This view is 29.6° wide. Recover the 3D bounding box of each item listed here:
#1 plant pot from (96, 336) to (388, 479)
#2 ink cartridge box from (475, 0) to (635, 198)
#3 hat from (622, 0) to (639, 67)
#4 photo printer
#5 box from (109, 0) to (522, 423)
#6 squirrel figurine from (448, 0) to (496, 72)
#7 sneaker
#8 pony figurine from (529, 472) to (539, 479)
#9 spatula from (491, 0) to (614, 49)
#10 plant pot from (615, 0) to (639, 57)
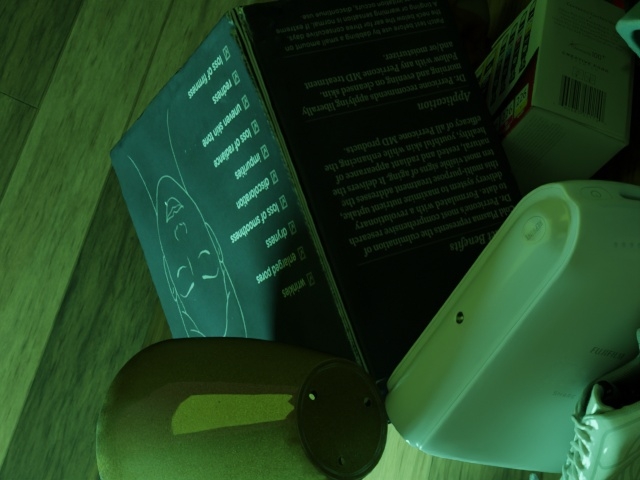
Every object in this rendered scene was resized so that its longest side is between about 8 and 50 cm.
[{"bbox_3d":[-0.060,0.193,1.227,0.254,0.237,0.237,-20,46,46],"label":"plant pot"},{"bbox_3d":[0.264,-0.172,1.539,0.309,0.130,0.272,127,160,-56],"label":"ink cartridge box"},{"bbox_3d":[0.416,-0.360,1.364,0.134,0.331,0.331,-1,57,22],"label":"hat"},{"bbox_3d":[0.240,0.082,1.154,0.307,0.256,0.107,-56,39,25],"label":"photo printer"},{"bbox_3d":[0.000,0.000,1.511,0.480,0.297,0.472,-31,75,60],"label":"box"},{"bbox_3d":[0.089,-0.409,1.748,0.370,0.397,0.281,70,-166,-48],"label":"squirrel figurine"},{"bbox_3d":[0.274,0.192,1.131,0.292,0.118,0.110,-59,21,25],"label":"sneaker"},{"bbox_3d":[0.072,0.405,1.207,0.351,0.303,0.363,-43,49,30],"label":"pony figurine"},{"bbox_3d":[0.280,-0.248,1.643,0.019,0.168,0.242,63,148,17],"label":"spatula"},{"bbox_3d":[0.445,-0.180,0.949,0.252,0.247,0.248,-49,17,-6],"label":"plant pot"}]
